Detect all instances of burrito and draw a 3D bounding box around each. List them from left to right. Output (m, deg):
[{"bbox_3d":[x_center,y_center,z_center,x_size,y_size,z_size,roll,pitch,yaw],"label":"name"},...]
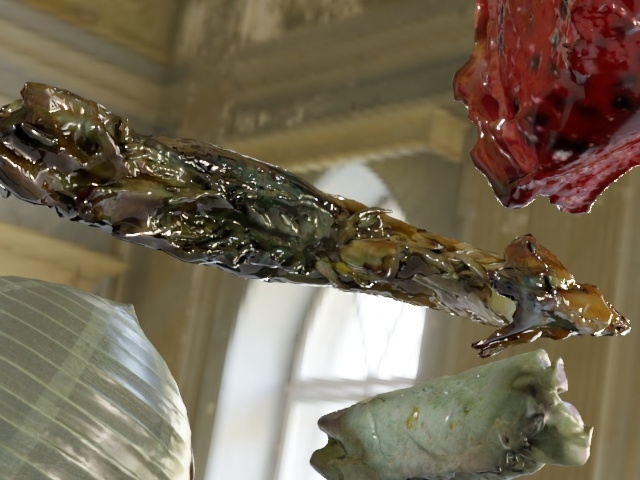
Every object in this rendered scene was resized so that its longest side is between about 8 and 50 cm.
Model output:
[{"bbox_3d":[0.089,0.154,1.226,0.066,0.096,0.309,-8,-9,-36],"label":"burrito"}]

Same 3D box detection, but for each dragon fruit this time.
[{"bbox_3d":[0.242,-0.190,1.144,0.228,0.286,0.329,5,-55,-18],"label":"dragon fruit"}]

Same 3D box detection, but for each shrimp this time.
[{"bbox_3d":[0.000,0.000,0.653,0.290,0.054,0.222,18,0,-32],"label":"shrimp"}]

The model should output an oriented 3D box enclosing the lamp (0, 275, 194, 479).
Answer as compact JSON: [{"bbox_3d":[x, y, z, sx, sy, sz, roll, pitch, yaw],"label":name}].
[{"bbox_3d":[-0.207,0.139,1.141,0.265,0.233,0.233,38,-22,-13],"label":"lamp"}]
